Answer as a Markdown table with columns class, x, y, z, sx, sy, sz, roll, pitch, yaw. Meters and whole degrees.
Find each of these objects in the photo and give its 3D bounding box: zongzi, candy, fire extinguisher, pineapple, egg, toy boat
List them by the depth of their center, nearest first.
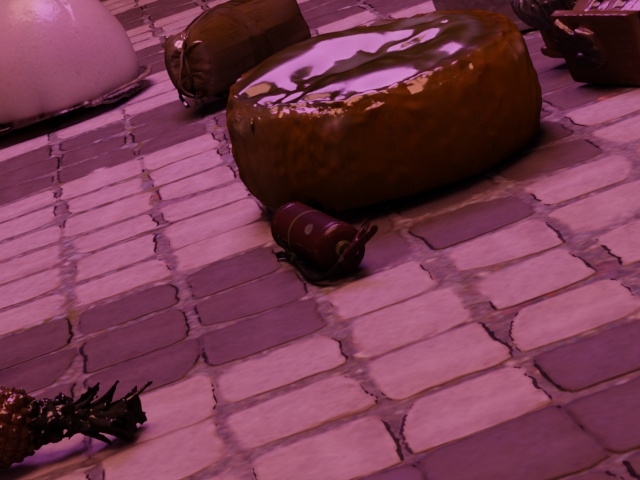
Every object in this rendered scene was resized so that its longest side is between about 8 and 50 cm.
| class | x | y | z | sx | sy | sz | roll | pitch | yaw |
| --- | --- | --- | --- | --- | --- | --- | --- | --- | --- |
| pineapple | -0.161 | 0.112 | 1.115 | 0.124 | 0.058 | 0.058 | -3 | 17 | 4 |
| fire extinguisher | 0.000 | 0.000 | 1.316 | 0.056 | 0.039 | 0.132 | -54 | 21 | -4 |
| candy | 0.050 | -0.103 | 1.494 | 0.260 | 0.118 | 0.260 | -15 | 20 | 6 |
| toy boat | 0.270 | -0.183 | 1.553 | 0.121 | 0.089 | 0.321 | -31 | 21 | -23 |
| zongzi | -0.144 | -0.203 | 2.100 | 0.204 | 0.094 | 0.205 | -10 | 17 | 43 |
| egg | -0.365 | -0.233 | 2.314 | 0.264 | 0.174 | 0.286 | -26 | 13 | -38 |

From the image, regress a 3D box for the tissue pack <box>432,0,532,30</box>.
| class | x | y | z | sx | sy | sz | roll | pitch | yaw |
| --- | --- | --- | --- | --- | --- | --- | --- | --- | --- |
| tissue pack | 0.198 | -0.308 | 1.964 | 0.159 | 0.145 | 0.229 | -14 | 16 | 15 |
